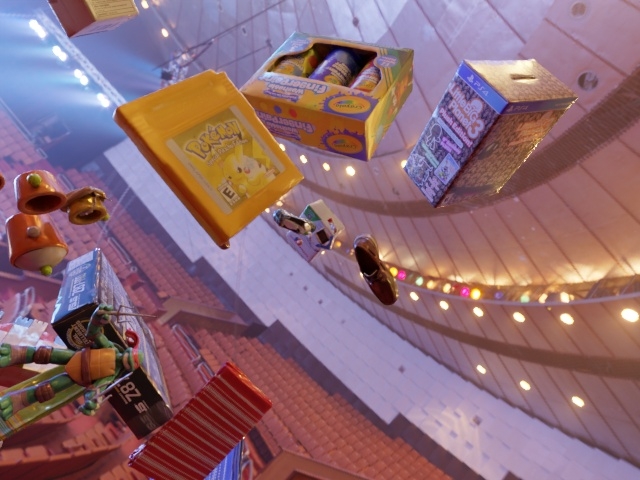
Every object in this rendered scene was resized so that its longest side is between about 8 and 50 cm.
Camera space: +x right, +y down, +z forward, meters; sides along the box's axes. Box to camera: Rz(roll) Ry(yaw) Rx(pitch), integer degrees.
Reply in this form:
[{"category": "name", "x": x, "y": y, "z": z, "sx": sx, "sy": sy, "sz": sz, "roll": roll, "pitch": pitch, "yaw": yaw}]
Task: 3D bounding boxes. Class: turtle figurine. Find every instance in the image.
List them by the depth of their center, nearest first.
[{"category": "turtle figurine", "x": -0.392, "y": 0.210, "z": 0.680, "sx": 0.118, "sy": 0.233, "sz": 0.176, "roll": 115, "pitch": -37, "yaw": -55}]

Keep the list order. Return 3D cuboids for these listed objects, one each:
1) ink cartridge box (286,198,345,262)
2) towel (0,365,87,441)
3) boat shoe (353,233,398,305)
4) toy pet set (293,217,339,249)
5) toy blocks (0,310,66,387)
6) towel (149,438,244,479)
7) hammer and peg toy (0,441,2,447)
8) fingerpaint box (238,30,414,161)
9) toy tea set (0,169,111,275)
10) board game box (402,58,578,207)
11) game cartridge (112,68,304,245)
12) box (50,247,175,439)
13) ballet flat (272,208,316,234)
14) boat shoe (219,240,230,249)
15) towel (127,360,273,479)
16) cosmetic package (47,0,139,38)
[{"category": "ink cartridge box", "x": -0.024, "y": -0.035, "z": 1.590, "sx": 0.153, "sy": 0.086, "sz": 0.208, "roll": 50, "pitch": -46, "yaw": 9}, {"category": "towel", "x": -0.627, "y": 0.343, "z": 0.871, "sx": 0.102, "sy": 0.237, "sz": 0.021, "roll": 39, "pitch": -61, "yaw": 16}, {"category": "boat shoe", "x": 0.119, "y": 0.073, "z": 0.906, "sx": 0.064, "sy": 0.060, "sz": 0.178, "roll": -21, "pitch": -78, "yaw": 27}, {"category": "toy pet set", "x": 0.000, "y": 0.000, "z": 1.149, "sx": 0.065, "sy": 0.122, "sz": 0.114, "roll": 62, "pitch": 4, "yaw": 9}, {"category": "toy blocks", "x": -1.067, "y": 0.381, "z": 1.424, "sx": 0.381, "sy": 0.191, "sz": 0.261, "roll": 25, "pitch": 18, "yaw": -23}, {"category": "towel", "x": -0.328, "y": 0.596, "z": 1.021, "sx": 0.040, "sy": 0.335, "sz": 0.243, "roll": 46, "pitch": 26, "yaw": -37}, {"category": "hammer and peg toy", "x": -0.879, "y": 0.395, "z": 0.790, "sx": 0.265, "sy": 0.128, "sz": 0.361, "roll": 37, "pitch": 16, "yaw": 22}, {"category": "fingerpaint box", "x": 0.024, "y": -0.481, "z": 1.296, "sx": 0.444, "sy": 0.371, "sz": 0.163, "roll": 21, "pitch": -29, "yaw": 22}, {"category": "toy tea set", "x": -0.509, "y": -0.030, "z": 0.681, "sx": 0.124, "sy": 0.199, "sz": 0.336, "roll": 62, "pitch": 2, "yaw": 12}, {"category": "board game box", "x": 0.367, "y": -0.237, "z": 0.913, "sx": 0.141, "sy": 0.231, "sz": 0.291, "roll": 60, "pitch": -31, "yaw": 28}, {"category": "game cartridge", "x": -0.218, "y": -0.194, "z": 0.872, "sx": 0.052, "sy": 0.285, "sz": 0.324, "roll": -24, "pitch": -73, "yaw": 49}, {"category": "box", "x": -0.480, "y": 0.216, "z": 0.950, "sx": 0.394, "sy": 0.097, "sz": 0.319, "roll": 28, "pitch": -36, "yaw": 58}, {"category": "ballet flat", "x": -0.084, "y": -0.050, "z": 1.407, "sx": 0.188, "sy": 0.070, "sz": 0.070, "roll": 19, "pitch": 0, "yaw": -37}, {"category": "boat shoe", "x": -0.489, "y": -0.116, "z": 2.010, "sx": 0.123, "sy": 0.116, "sz": 0.325, "roll": -8, "pitch": 87, "yaw": -83}, {"category": "towel", "x": -0.251, "y": 0.418, "z": 0.896, "sx": 0.031, "sy": 0.275, "sz": 0.199, "roll": 27, "pitch": -24, "yaw": 51}, {"category": "cosmetic package", "x": -0.590, "y": -0.660, "z": 0.949, "sx": 0.129, "sy": 0.153, "sz": 0.297, "roll": -4, "pitch": -60, "yaw": 32}]
